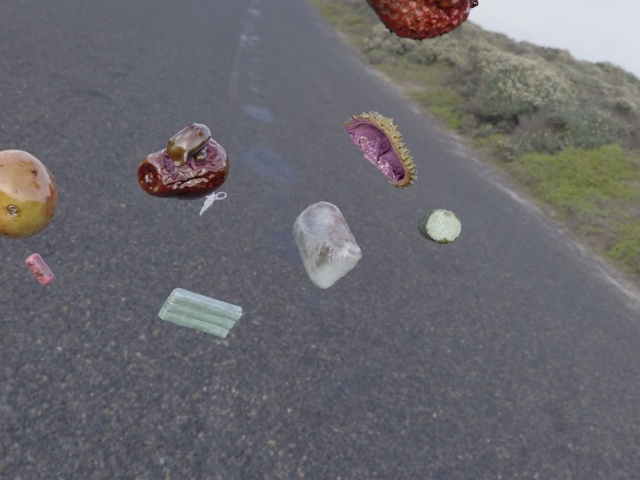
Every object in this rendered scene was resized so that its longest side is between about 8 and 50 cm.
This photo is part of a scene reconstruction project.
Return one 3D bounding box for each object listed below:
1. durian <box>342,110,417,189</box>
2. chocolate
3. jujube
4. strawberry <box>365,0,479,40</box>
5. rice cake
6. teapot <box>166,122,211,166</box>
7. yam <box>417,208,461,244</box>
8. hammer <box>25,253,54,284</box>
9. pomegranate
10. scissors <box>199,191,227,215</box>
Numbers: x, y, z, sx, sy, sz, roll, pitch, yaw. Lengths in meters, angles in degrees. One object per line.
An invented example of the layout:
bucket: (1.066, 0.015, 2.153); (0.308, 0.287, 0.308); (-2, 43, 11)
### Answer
durian: (0.240, -0.341, 1.947); (0.341, 0.191, 0.112); (48, 57, -3)
chocolate: (0.000, 0.000, 1.669); (0.100, 0.185, 0.303); (36, 19, -42)
jujube: (-0.371, -0.193, 1.492); (0.190, 0.190, 0.255); (32, 27, 26)
strawberry: (0.202, -0.591, 1.153); (0.351, 0.312, 0.267); (-5, 9, -42)
rice cake: (-0.346, 0.209, 1.585); (0.211, 0.124, 0.038); (26, 27, -25)
teapot: (-0.279, -0.200, 1.189); (0.078, 0.098, 0.129); (56, 28, -21)
yam: (0.360, -0.046, 1.701); (0.107, 0.107, 0.194); (20, 3, -1)
hammer: (-0.709, 0.072, 1.389); (0.043, 0.083, 0.043); (-22, 22, 10)
pomegranate: (-0.660, -0.100, 1.185); (0.191, 0.191, 0.191); (17, 24, -8)
scissors: (-0.389, -0.134, 1.926); (0.085, 0.022, 0.176); (10, 31, 5)
